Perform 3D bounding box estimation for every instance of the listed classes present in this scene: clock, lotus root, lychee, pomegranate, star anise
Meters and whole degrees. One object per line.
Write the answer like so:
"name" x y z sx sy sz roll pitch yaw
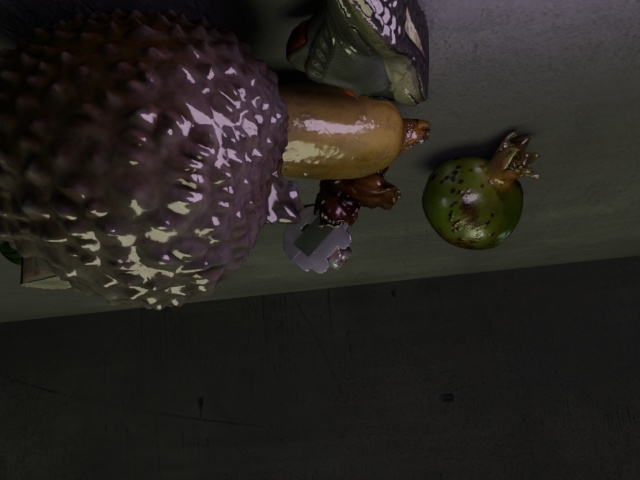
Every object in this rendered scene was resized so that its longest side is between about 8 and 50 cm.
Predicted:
"clock" 0.001 0.002 1.810 0.189 0.188 0.254 -6 173 7
"lotus root" 0.024 -0.173 1.042 0.343 0.151 0.169 3 166 -18
"lychee" -0.225 -0.105 0.792 0.432 0.380 0.380 19 163 -8
"pomegranate" 0.374 -0.097 1.400 0.286 0.230 0.231 -27 157 33
"star anise" 0.074 -0.124 1.256 0.148 0.237 0.346 24 -174 -4

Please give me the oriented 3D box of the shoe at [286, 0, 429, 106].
"shoe" 0.029 -0.259 0.771 0.171 0.132 0.336 1 173 19

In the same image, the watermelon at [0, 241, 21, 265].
"watermelon" -0.685 -0.014 1.533 0.187 0.140 0.140 -15 167 -3

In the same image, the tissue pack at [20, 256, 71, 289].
"tissue pack" -0.534 -0.019 1.353 0.185 0.225 0.124 -11 165 26
